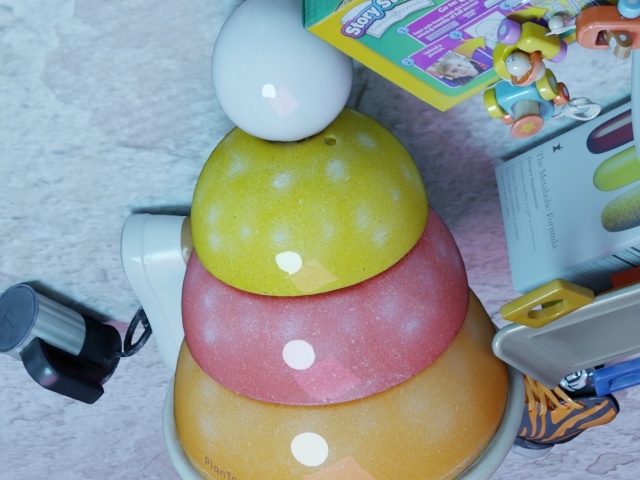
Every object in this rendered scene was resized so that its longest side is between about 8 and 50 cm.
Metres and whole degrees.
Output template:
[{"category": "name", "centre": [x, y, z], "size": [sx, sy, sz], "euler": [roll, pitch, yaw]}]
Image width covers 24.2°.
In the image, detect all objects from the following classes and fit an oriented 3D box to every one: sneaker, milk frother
[{"category": "sneaker", "centre": [-0.116, 0.071, 1.599], "size": [0.123, 0.105, 0.290], "euler": [-4, 149, 11]}, {"category": "sneaker", "centre": [0.235, 0.170, 1.789], "size": [0.321, 0.124, 0.180], "euler": [13, 145, -43]}, {"category": "milk frother", "centre": [-0.272, 0.096, 1.672], "size": [0.135, 0.129, 0.143], "euler": [32, 94, -44]}]

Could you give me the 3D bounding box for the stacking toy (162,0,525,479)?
[{"category": "stacking toy", "centre": [0.000, 0.000, 1.318], "size": [0.351, 0.350, 0.479], "euler": [-4, 128, 5]}]

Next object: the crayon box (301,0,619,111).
[{"category": "crayon box", "centre": [0.139, -0.215, 1.129], "size": [0.278, 0.081, 0.165], "euler": [-27, 141, 37]}]

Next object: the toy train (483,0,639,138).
[{"category": "toy train", "centre": [0.193, -0.126, 1.158], "size": [0.125, 0.046, 0.166], "euler": [2, 151, -6]}]

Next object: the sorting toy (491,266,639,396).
[{"category": "sorting toy", "centre": [0.270, 0.069, 1.381], "size": [0.196, 0.047, 0.348], "euler": [-24, 154, 19]}]

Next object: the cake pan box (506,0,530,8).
[{"category": "cake pan box", "centre": [0.152, -0.297, 0.910], "size": [0.267, 0.070, 0.245], "euler": [-26, 114, 36]}]

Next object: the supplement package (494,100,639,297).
[{"category": "supplement package", "centre": [0.304, -0.039, 1.376], "size": [0.244, 0.139, 0.134], "euler": [-27, 148, 36]}]

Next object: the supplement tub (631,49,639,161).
[{"category": "supplement tub", "centre": [0.418, -0.130, 1.172], "size": [0.316, 0.193, 0.193], "euler": [1, 150, -1]}]
